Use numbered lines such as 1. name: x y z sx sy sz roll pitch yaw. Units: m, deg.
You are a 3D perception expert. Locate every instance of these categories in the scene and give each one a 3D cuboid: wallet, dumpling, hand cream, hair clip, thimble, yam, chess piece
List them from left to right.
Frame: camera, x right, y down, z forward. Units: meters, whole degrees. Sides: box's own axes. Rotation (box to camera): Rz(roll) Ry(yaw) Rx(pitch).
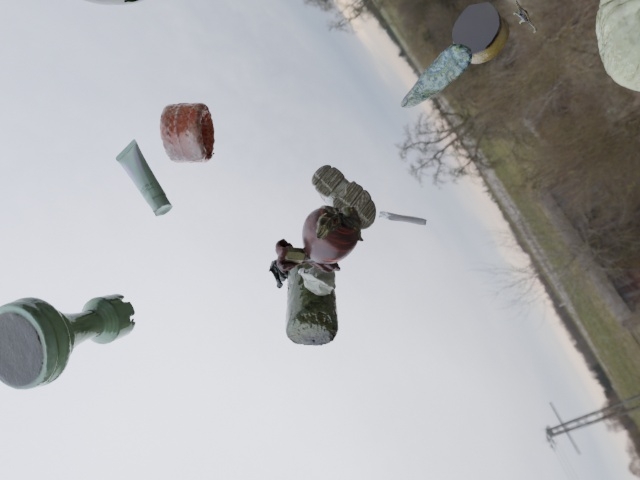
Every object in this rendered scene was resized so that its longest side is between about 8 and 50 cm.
1. chess piece: -0.579 0.208 1.087 0.194 0.195 0.299 58 -162 6
2. hand cream: -0.443 -0.155 1.169 0.204 0.078 0.050 54 -162 12
3. thimble: -0.499 -0.409 1.772 0.239 0.163 0.238 -2 -90 -88
4. yam: -0.032 0.225 1.683 0.195 0.195 0.299 40 -151 -32
5. dumpling: -0.013 0.129 1.560 0.127 0.108 0.188 13 -173 -8
6. wallet: 0.326 -0.088 1.856 0.190 0.033 0.095 8 -174 -19
7. hair clip: 0.254 -0.362 1.065 0.066 0.229 0.036 31 -119 -16

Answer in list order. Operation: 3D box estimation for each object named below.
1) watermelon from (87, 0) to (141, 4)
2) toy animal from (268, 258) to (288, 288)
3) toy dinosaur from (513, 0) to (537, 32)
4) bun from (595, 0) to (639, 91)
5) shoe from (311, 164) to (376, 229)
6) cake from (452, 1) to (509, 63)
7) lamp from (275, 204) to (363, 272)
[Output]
1. watermelon: -0.428 -0.601 0.950 0.331 0.189 0.330 6 -118 -11
2. toy animal: -0.100 0.137 1.920 0.245 0.114 0.146 29 -155 -35
3. toy dinosaur: 0.787 -0.884 1.815 0.180 0.037 0.058 34 175 -28
4. bun: 0.603 -0.383 0.815 0.153 0.244 0.243 17 -136 -55
5. shoe: 0.120 -0.189 2.131 0.351 0.172 0.198 50 -178 13
6. cake: 0.622 -0.774 1.763 0.178 0.207 0.185 -6 -136 -45
7. lamp: 0.005 0.002 1.222 0.215 0.223 0.151 12 -167 -25
